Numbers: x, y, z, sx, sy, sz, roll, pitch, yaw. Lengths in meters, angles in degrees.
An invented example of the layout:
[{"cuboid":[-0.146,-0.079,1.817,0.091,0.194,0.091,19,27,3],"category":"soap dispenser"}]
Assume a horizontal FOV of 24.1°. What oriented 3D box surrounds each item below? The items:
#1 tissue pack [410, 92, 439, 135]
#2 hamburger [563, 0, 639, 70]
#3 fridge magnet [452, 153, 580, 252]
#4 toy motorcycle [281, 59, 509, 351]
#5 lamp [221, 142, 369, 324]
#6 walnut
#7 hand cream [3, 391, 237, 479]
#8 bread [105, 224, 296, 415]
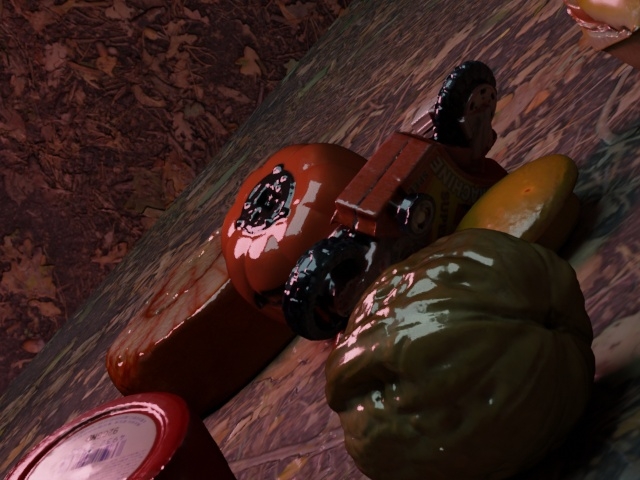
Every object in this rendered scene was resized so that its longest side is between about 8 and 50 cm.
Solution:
[{"cuboid":[0.163,-0.180,1.900,0.108,0.023,0.056,-37,14,36],"category":"tissue pack"},{"cuboid":[0.309,-0.231,1.226,0.237,0.147,0.237,-42,14,13],"category":"hamburger"},{"cuboid":[0.154,-0.011,1.200,0.143,0.063,0.143,-45,11,11],"category":"fridge magnet"},{"cuboid":[0.079,-0.013,1.287,0.089,0.171,0.298,25,66,31],"category":"toy motorcycle"},{"cuboid":[0.000,0.000,1.491,0.187,0.164,0.188,-32,41,33],"category":"lamp"},{"cuboid":[0.081,0.078,0.921,0.184,0.155,0.155,-37,13,44],"category":"walnut"},{"cuboid":[-0.155,0.221,1.187,0.193,0.125,0.193,-22,25,11],"category":"hand cream"},{"cuboid":[-0.120,0.080,1.749,0.295,0.114,0.327,-52,13,-27],"category":"bread"}]
